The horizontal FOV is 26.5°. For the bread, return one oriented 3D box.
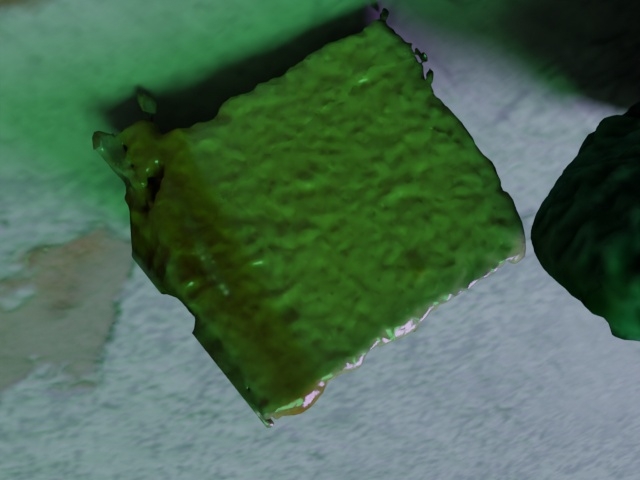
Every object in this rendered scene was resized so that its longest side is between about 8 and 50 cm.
[{"bbox_3d":[0.000,0.000,0.584,0.147,0.152,0.127,-29,147,-4],"label":"bread"}]

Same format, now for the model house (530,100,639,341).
[{"bbox_3d":[0.229,-0.089,0.531,0.261,0.226,0.241,-37,142,-60],"label":"model house"}]
